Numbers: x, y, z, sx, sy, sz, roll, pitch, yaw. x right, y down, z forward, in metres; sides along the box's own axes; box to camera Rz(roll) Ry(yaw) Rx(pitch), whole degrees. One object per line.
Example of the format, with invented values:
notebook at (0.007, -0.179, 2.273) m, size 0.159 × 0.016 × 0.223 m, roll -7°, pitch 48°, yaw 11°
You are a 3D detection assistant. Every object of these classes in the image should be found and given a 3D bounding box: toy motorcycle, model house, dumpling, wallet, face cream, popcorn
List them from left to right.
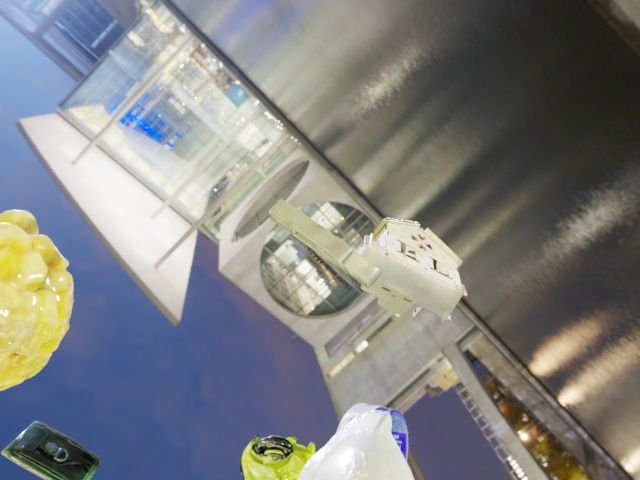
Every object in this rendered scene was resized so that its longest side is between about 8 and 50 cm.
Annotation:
popcorn at (-0.702, 0.139, 0.880) m, size 0.354 × 0.389 × 0.344 m, roll 11°, pitch -167°, yaw 44°
wallet at (-0.759, 0.621, 1.234) m, size 0.236 × 0.055 × 0.160 m, roll 33°, pitch -179°, yaw -7°
toy motorcycle at (-0.080, 0.607, 1.140) m, size 0.342 × 0.206 × 0.142 m, roll 43°, pitch -140°, yaw -31°
dumpling at (0.031, 0.293, 0.448) m, size 0.126 × 0.166 × 0.215 m, roll 29°, pitch -149°, yaw -46°
face cream at (0.112, 0.481, 0.977) m, size 0.111 × 0.205 × 0.206 m, roll -3°, pitch 151°, yaw 35°
model house at (0.234, 0.061, 1.208) m, size 0.326 × 0.169 × 0.244 m, roll 26°, pitch -143°, yaw -8°

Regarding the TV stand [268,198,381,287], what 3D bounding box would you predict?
TV stand at (0.000, 0.000, 0.765) m, size 0.249 × 0.036 × 0.042 m, roll 35°, pitch 162°, yaw 29°
